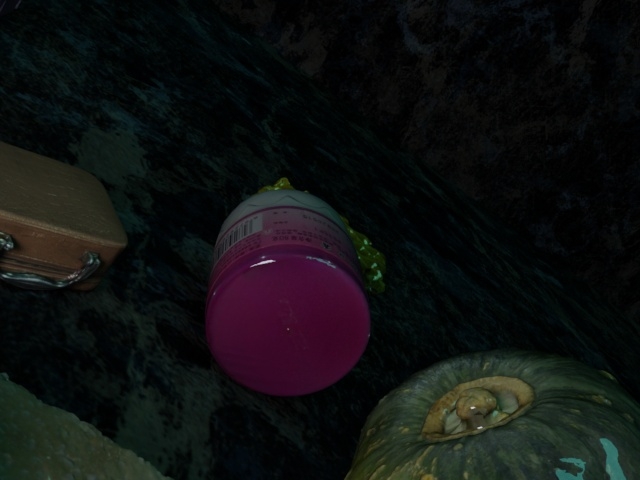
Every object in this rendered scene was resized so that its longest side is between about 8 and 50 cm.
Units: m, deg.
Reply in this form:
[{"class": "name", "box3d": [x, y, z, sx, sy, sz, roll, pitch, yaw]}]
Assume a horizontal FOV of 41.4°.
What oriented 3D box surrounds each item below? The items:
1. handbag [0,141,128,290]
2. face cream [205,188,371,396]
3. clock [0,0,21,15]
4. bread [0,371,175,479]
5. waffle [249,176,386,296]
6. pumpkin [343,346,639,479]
[{"class": "handbag", "box3d": [-0.283, -0.024, 0.811, 0.193, 0.072, 0.151, 20, 26, -52]}, {"class": "face cream", "box3d": [-0.038, 0.051, 0.950, 0.175, 0.175, 0.195, 34, 20, -18]}, {"class": "clock", "box3d": [-0.510, -0.391, 1.276, 0.110, 0.050, 0.152, 36, 17, -12]}, {"class": "bread", "box3d": [-0.217, 0.154, 0.464, 0.337, 0.102, 0.183, 36, 22, -20]}, {"class": "waffle", "box3d": [0.001, -0.002, 1.369, 0.291, 0.051, 0.291, 33, 18, -12]}, {"class": "pumpkin", "box3d": [0.137, 0.242, 0.664, 0.328, 0.292, 0.257, -43, 114, -58]}]
